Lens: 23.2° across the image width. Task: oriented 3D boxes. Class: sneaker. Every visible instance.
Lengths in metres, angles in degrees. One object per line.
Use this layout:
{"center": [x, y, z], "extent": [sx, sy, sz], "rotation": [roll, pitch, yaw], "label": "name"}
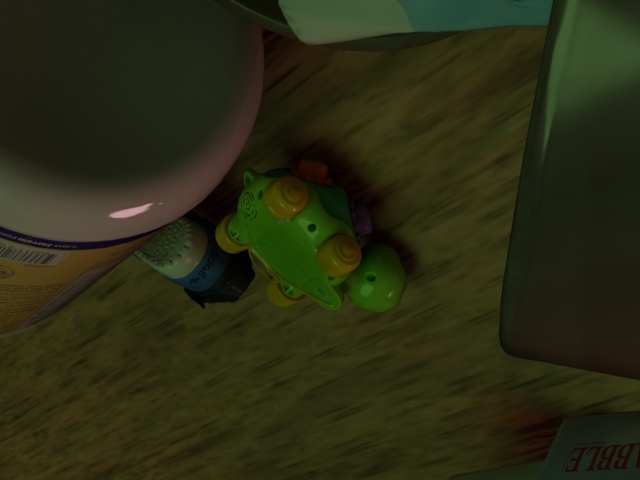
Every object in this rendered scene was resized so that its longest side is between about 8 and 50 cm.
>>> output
{"center": [-0.102, -0.001, 1.100], "extent": [0.084, 0.058, 0.152], "rotation": [35, 177, -39], "label": "sneaker"}

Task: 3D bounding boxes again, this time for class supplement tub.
{"center": [-0.205, -0.073, 0.959], "extent": [0.241, 0.241, 0.331], "rotation": [47, 146, -8], "label": "supplement tub"}

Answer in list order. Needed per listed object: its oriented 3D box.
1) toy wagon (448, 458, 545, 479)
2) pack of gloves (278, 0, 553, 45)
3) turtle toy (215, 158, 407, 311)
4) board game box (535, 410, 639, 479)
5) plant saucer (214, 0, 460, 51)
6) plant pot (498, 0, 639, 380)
{"center": [0.189, 0.294, 0.962], "extent": [0.344, 0.267, 0.068], "rotation": [35, 170, 9], "label": "toy wagon"}
{"center": [0.001, -0.155, 0.689], "extent": [0.232, 0.046, 0.195], "rotation": [4, 140, 53], "label": "pack of gloves"}
{"center": [0.000, 0.000, 0.992], "extent": [0.130, 0.066, 0.095], "rotation": [47, 146, -8], "label": "turtle toy"}
{"center": [0.300, 0.175, 0.679], "extent": [0.318, 0.066, 0.318], "rotation": [35, 157, -17], "label": "board game box"}
{"center": [-0.008, -0.216, 0.758], "extent": [0.278, 0.041, 0.278], "rotation": [21, 139, 19], "label": "plant saucer"}
{"center": [0.228, -0.089, 0.495], "extent": [0.280, 0.323, 0.323], "rotation": [13, 140, 9], "label": "plant pot"}
